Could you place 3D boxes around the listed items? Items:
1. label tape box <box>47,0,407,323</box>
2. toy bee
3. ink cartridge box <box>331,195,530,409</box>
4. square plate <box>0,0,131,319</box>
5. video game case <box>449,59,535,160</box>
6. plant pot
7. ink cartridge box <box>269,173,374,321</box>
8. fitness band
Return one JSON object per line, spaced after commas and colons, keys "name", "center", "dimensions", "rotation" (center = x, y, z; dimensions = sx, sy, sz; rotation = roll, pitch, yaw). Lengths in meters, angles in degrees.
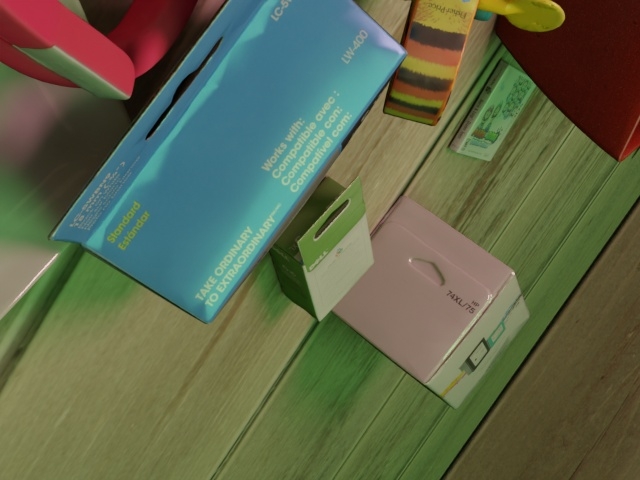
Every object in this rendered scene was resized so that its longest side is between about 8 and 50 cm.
{"name": "label tape box", "center": [-0.051, -0.064, 0.684], "dimensions": [0.240, 0.106, 0.334], "rotation": [-54, -178, -1]}
{"name": "toy bee", "center": [0.107, -0.249, 0.791], "dimensions": [0.162, 0.195, 0.298], "rotation": [-78, 161, -82]}
{"name": "ink cartridge box", "center": [0.164, 0.099, 1.354], "dimensions": [0.197, 0.198, 0.270], "rotation": [-51, 156, -3]}
{"name": "square plate", "center": [-0.253, -0.053, 0.442], "dimensions": [0.347, 0.049, 0.344], "rotation": [-54, 148, -30]}
{"name": "video game case", "center": [0.258, -0.187, 1.357], "dimensions": [0.143, 0.019, 0.157], "rotation": [-60, 156, 14]}
{"name": "plant pot", "center": [0.381, -0.308, 1.148], "dimensions": [0.267, 0.236, 0.267], "rotation": [-34, 150, -36]}
{"name": "ink cartridge box", "center": [0.000, 0.000, 1.079], "dimensions": [0.109, 0.062, 0.209], "rotation": [-46, 155, -17]}
{"name": "fitness band", "center": [-0.135, -0.195, 0.469], "dimensions": [0.291, 0.054, 0.209], "rotation": [40, 58, -67]}
